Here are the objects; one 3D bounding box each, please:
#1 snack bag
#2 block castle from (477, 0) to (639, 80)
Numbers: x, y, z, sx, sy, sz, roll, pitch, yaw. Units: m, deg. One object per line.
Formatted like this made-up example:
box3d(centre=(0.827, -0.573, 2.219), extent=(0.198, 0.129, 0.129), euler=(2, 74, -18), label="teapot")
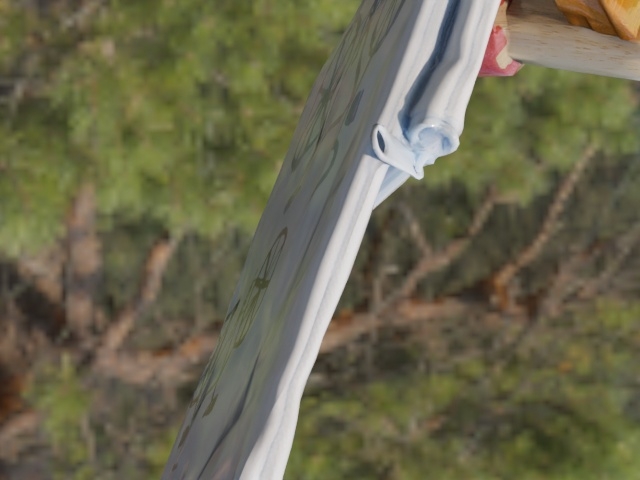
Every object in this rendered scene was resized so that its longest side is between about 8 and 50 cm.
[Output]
box3d(centre=(0.000, 0.000, 0.852), extent=(0.037, 0.342, 0.323), euler=(23, 158, -7), label="snack bag")
box3d(centre=(0.151, -0.347, 1.186), extent=(0.213, 0.453, 0.303), euler=(12, 161, 30), label="block castle")
